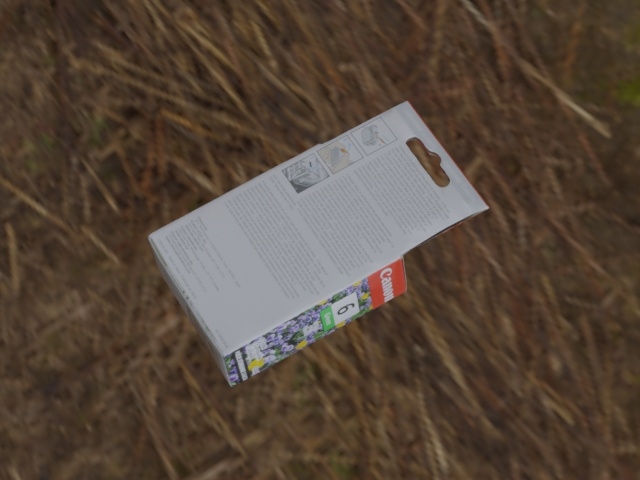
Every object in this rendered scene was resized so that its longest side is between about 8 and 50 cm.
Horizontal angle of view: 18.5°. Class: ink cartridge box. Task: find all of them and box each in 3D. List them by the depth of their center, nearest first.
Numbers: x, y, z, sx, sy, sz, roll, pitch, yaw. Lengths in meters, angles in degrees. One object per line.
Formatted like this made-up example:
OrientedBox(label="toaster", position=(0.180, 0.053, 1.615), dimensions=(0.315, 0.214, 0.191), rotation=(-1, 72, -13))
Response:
OrientedBox(label="ink cartridge box", position=(0.000, 0.000, 0.745), dimensions=(0.115, 0.063, 0.029), rotation=(-28, 150, -10))
